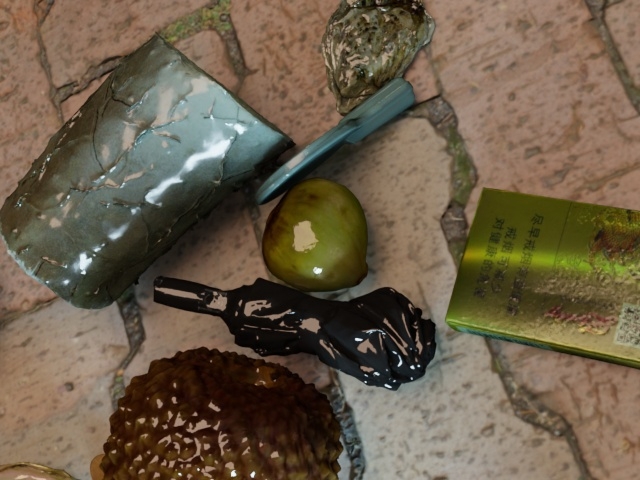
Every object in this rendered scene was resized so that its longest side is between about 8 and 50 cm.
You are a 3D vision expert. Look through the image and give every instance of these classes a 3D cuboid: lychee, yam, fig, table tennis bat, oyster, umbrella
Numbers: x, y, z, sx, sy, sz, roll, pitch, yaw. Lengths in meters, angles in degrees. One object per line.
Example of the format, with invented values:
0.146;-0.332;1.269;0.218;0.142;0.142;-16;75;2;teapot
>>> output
-0.116;0.256;1.644;0.267;0.267;0.267;-9;69;23;lychee
-0.223;-0.087;1.824;0.348;0.241;0.241;-42;60;10;yam
-0.010;-0.005;1.745;0.136;0.120;0.153;-51;39;41;fig
0.017;-0.119;1.782;0.244;0.153;0.040;-38;87;-13;table tennis bat
0.064;-0.249;1.841;0.177;0.064;0.125;-39;75;-3;oyster
-0.033;0.092;1.688;0.340;0.118;0.118;14;78;12;umbrella

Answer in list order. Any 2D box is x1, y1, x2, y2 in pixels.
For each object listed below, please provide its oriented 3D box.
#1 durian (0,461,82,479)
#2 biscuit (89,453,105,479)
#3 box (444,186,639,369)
-0.362;0.359;1.769;0.305;0.185;0.196;20;59;41;durian
-0.236;0.296;1.807;0.118;0.023;0.140;17;81;31;biscuit
0.305;0.046;1.626;0.311;0.043;0.173;10;77;29;box
